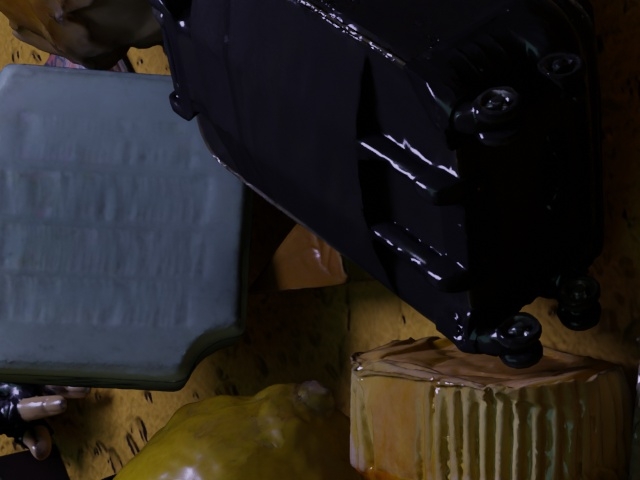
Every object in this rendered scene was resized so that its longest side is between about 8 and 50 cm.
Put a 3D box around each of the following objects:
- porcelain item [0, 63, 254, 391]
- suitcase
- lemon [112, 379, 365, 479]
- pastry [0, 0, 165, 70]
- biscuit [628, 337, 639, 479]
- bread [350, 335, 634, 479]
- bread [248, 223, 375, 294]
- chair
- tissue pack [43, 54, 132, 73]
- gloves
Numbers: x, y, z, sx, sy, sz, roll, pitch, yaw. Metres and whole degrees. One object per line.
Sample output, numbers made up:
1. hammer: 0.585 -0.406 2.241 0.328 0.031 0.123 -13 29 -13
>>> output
1. porcelain item: -0.205 -0.008 1.785 0.157 0.286 0.281 145 127 -79
2. suitcase: 0.051 -0.120 1.550 0.434 0.194 0.283 34 146 41
3. lemon: -0.080 0.283 1.725 0.285 0.285 0.316 43 146 37
4. pastry: -0.176 -0.356 1.780 0.409 0.245 0.410 6 98 50
5. biscuit: 0.289 0.244 1.449 0.144 0.078 0.426 13 104 46
6. bread: 0.129 0.149 1.545 0.250 0.179 0.133 7 98 53
7. bread: -0.003 0.001 1.755 0.139 0.074 0.084 -10 88 50
8. chair: -0.285 0.256 2.096 0.212 0.084 0.101 -45 65 41
9. tissue pack: -0.247 -0.134 2.024 0.148 0.060 0.109 -48 61 39
10. gloves: -0.318 0.145 2.099 0.203 0.124 0.164 11 109 64
